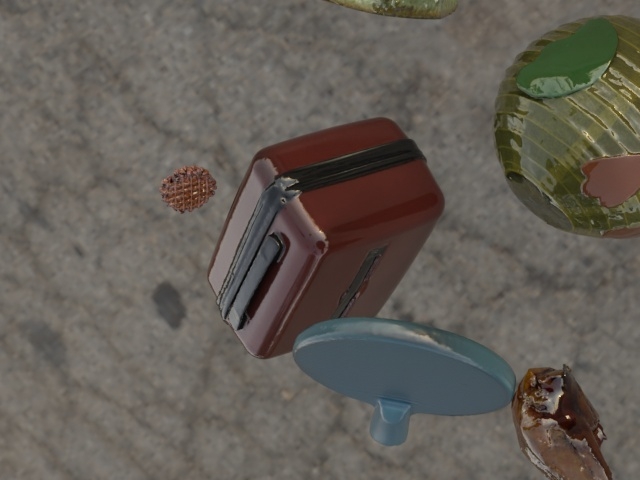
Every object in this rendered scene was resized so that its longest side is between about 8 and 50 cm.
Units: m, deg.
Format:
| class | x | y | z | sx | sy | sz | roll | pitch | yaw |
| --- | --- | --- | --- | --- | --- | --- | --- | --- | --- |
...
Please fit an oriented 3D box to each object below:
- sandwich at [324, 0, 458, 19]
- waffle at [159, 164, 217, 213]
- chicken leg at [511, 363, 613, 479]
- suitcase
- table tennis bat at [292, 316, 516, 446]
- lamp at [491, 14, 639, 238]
| class | x | y | z | sx | sy | sz | roll | pitch | yaw |
| --- | --- | --- | --- | --- | --- | --- | --- | --- | --- |
| sandwich | 0.075 | -0.299 | 1.459 | 0.096 | 0.258 | 0.094 | 31 | 117 | 52 |
| waffle | -0.181 | -0.070 | 1.829 | 0.083 | 0.075 | 0.029 | 35 | -158 | -49 |
| chicken leg | 0.297 | 0.271 | 1.421 | 0.304 | 0.093 | 0.113 | 60 | -179 | 18 |
| suitcase | 0.000 | 0.000 | 1.630 | 0.161 | 0.236 | 0.297 | 59 | 147 | 22 |
| table tennis bat | 0.078 | 0.142 | 1.311 | 0.215 | 0.044 | 0.329 | 10 | 157 | 4 |
| lamp | 0.321 | -0.137 | 1.420 | 0.250 | 0.284 | 0.250 | 41 | 169 | 10 |
